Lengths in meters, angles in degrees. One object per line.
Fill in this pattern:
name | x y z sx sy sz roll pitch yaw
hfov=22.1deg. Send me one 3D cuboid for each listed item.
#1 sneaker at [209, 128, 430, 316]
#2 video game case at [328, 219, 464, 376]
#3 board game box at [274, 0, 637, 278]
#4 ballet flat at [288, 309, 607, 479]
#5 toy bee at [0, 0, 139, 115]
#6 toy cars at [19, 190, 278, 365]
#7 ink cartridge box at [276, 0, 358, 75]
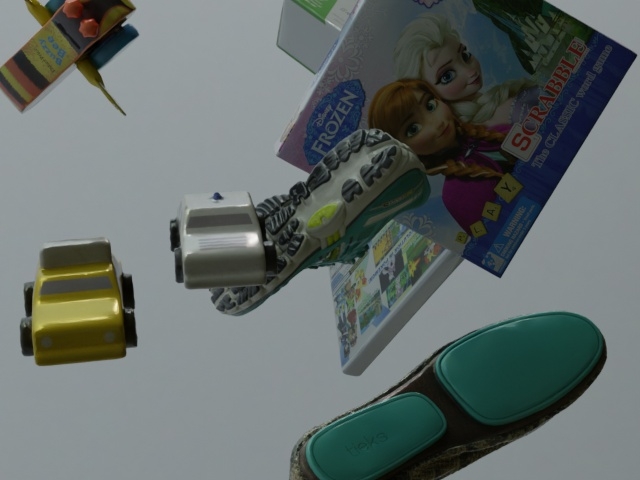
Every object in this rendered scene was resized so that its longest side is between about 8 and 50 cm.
sneaker | 0.000 0.000 1.754 0.110 0.275 0.107 41 -161 -42
video game case | 0.105 -0.009 2.426 0.036 0.329 0.300 14 -133 -25
board game box | 0.158 -0.166 1.952 0.318 0.319 0.066 28 -168 -10
ballet flat | 0.159 0.243 2.159 0.164 0.482 0.182 52 153 26
toy bee | -0.268 -0.242 1.786 0.195 0.298 0.162 31 -157 3
toy cars | -0.159 0.012 1.550 0.393 0.176 0.087 -27 -59 -52
ink cartridge box | 0.078 -0.281 2.162 0.219 0.160 0.093 -24 -41 -36
